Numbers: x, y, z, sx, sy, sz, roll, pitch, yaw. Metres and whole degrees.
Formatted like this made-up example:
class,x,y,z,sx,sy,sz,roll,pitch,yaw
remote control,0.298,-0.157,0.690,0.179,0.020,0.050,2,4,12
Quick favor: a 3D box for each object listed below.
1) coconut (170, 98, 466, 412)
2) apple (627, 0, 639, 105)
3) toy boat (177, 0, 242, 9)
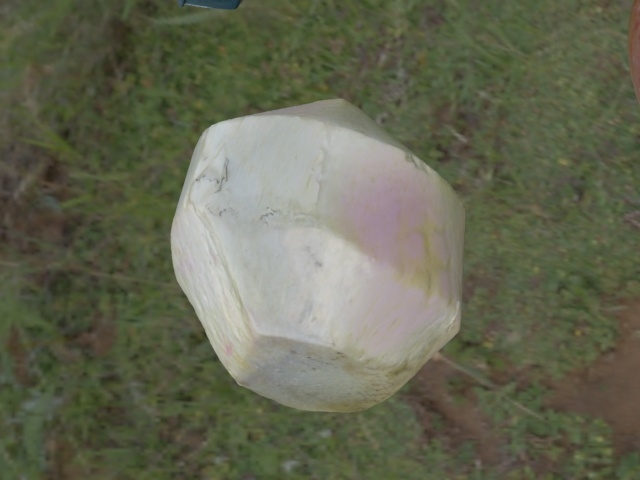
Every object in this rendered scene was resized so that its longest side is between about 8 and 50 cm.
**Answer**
class,x,y,z,sx,sy,sz,roll,pitch,yaw
coconut,0.000,0.000,1.145,0.259,0.259,0.259,-7,78,37
apple,0.481,-0.198,1.509,0.345,0.344,0.269,46,151,34
toy boat,-0.051,-0.224,0.815,0.246,0.103,0.093,123,162,-67
